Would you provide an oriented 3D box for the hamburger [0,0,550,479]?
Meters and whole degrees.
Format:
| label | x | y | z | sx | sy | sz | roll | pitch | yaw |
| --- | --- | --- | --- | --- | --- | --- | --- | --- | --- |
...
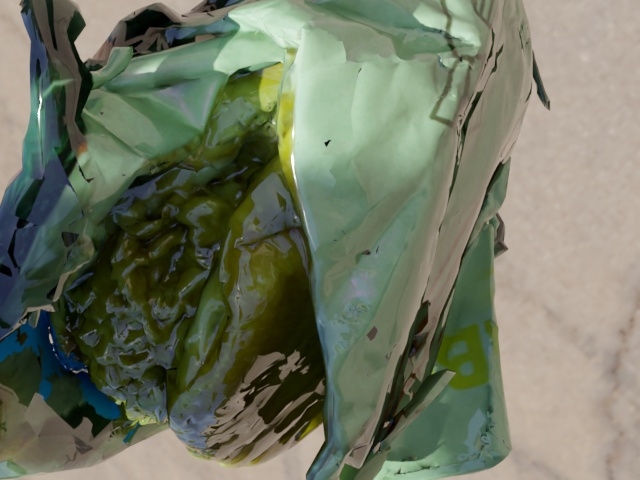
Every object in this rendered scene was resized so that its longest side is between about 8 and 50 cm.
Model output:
| label | x | y | z | sx | sy | sz | roll | pitch | yaw |
| --- | --- | --- | --- | --- | --- | --- | --- | --- | --- |
| hamburger | 0.000 | 0.008 | 0.558 | 0.150 | 0.276 | 0.260 | 36 | 143 | 21 |
